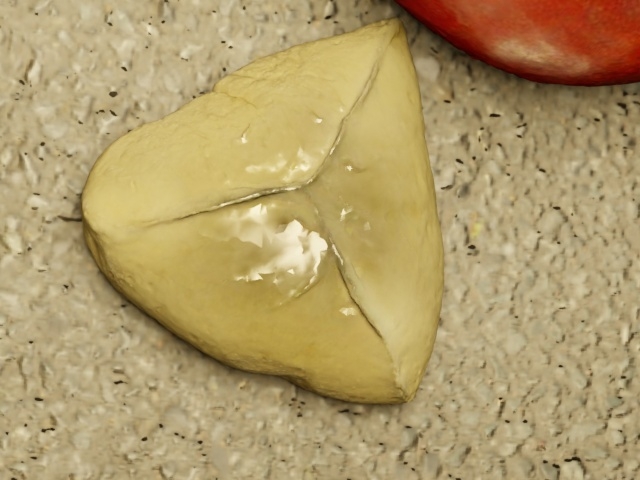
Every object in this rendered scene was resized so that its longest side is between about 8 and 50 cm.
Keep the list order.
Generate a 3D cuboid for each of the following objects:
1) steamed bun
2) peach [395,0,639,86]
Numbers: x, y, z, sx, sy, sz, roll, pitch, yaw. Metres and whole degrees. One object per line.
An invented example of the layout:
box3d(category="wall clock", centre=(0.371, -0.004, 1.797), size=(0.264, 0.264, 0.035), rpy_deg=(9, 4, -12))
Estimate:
box3d(category="steamed bun", centre=(-0.029, -0.008, 0.849), size=(0.212, 0.110, 0.231), rpy_deg=(-8, 88, -11))
box3d(category="peach", centre=(0.144, -0.212, 0.845), size=(0.361, 0.201, 0.258), rpy_deg=(21, 54, -24))
